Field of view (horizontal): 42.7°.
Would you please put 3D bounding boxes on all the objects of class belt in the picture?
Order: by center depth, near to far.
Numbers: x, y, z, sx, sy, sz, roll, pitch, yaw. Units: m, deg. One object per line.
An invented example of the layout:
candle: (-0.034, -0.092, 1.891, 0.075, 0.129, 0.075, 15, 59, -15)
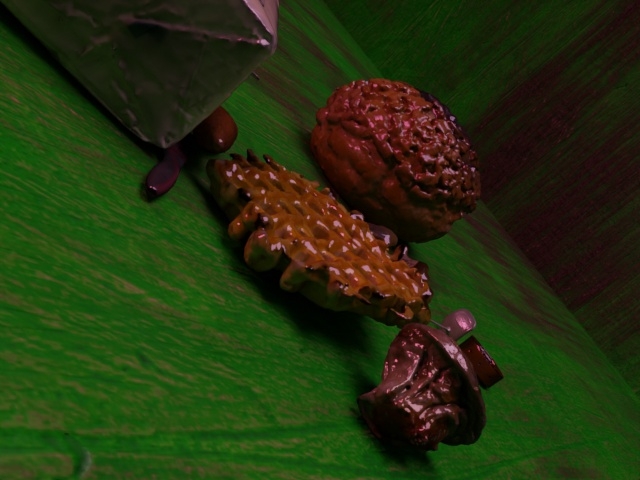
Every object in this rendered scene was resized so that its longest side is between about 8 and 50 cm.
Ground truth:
belt: (0.252, 0.192, 1.291, 0.083, 0.036, 0.059, 57, 12, 28)

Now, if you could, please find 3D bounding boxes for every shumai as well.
shumai: (0.095, 0.163, 0.846, 0.116, 0.146, 0.146, -27, 70, -29)

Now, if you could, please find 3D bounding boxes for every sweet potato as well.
sweet potato: (-0.127, -0.136, 0.991, 0.055, 0.058, 0.202, 9, 11, -7)

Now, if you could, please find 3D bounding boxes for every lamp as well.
lamp: (0.157, 0.101, 1.232, 0.198, 0.056, 0.050, 30, 27, -40)

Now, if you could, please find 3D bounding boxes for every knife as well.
knife: (-0.165, -0.090, 0.897, 0.035, 0.018, 0.247, 41, 15, -15)

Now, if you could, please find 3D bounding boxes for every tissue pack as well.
tissue pack: (-0.202, -0.312, 0.964, 0.297, 0.207, 0.380, 46, 16, -18)

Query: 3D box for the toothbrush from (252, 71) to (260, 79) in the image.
toothbrush: (-0.146, -0.329, 1.514, 0.097, 0.008, 0.006, 39, 19, -33)

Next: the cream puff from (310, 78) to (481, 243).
cream puff: (0.148, -0.161, 1.494, 0.327, 0.231, 0.343, 37, 19, -25)

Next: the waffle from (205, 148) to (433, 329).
waffle: (0.009, 0.004, 0.971, 0.329, 0.062, 0.329, 33, 17, -12)
